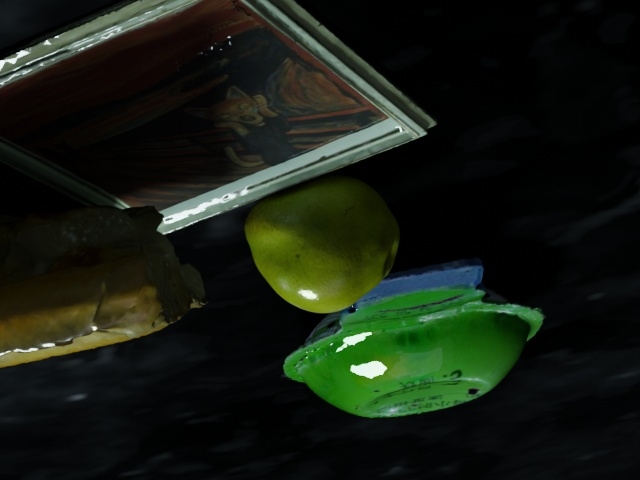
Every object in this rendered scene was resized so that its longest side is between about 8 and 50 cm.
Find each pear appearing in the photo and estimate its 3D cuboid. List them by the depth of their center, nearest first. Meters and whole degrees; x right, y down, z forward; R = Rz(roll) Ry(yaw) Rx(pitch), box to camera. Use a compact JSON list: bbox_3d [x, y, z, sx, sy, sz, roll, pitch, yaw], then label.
[{"bbox_3d":[0.000,0.000,1.248,0.097,0.092,0.092,26,163,13],"label":"pear"}]

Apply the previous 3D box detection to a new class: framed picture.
[{"bbox_3d":[-0.077,-0.069,1.119,0.216,0.016,0.273,-20,157,20],"label":"framed picture"}]

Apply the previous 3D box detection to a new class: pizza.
[{"bbox_3d":[-0.187,0.028,1.139,0.323,0.089,0.223,-10,-174,32],"label":"pizza"}]

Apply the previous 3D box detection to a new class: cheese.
[{"bbox_3d":[0.070,0.067,1.449,0.204,0.083,0.320,-10,161,-1],"label":"cheese"}]
